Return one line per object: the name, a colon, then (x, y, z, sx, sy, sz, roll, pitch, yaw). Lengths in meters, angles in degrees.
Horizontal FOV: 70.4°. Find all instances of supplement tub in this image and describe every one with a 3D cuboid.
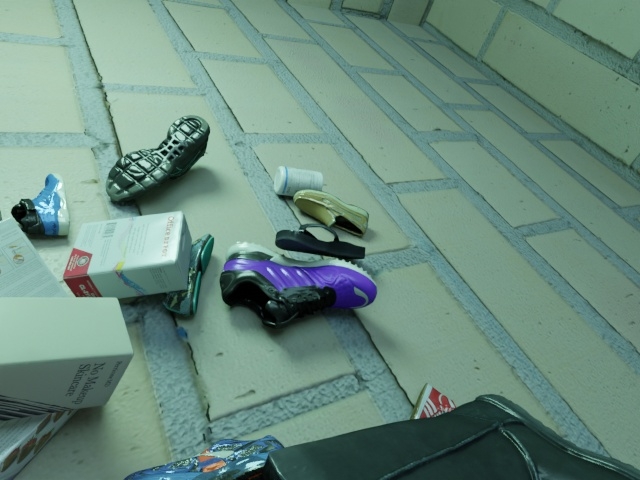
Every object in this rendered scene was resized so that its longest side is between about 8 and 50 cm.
supplement tub: (-0.055, -0.141, 1.111, 0.107, 0.071, 0.071, 5, 43, -21)

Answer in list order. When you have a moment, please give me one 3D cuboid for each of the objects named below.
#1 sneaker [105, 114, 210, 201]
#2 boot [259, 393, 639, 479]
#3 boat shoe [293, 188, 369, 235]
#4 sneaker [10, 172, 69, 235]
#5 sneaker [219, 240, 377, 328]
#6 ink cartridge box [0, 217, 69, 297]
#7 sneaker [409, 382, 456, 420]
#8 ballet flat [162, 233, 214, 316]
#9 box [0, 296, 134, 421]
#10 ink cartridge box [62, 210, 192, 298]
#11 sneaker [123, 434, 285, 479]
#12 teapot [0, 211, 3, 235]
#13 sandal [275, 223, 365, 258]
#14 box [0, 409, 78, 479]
sneaker: (-0.339, -0.160, 0.988, 0.101, 0.106, 0.267, 39, 62, 11)
boot: (0.195, 0.334, 0.514, 0.445, 0.146, 0.367, 7, 9, -39)
boat shoe: (0.025, -0.062, 1.067, 0.190, 0.068, 0.072, 17, 52, -7)
sneaker: (-0.514, -0.070, 0.826, 0.085, 0.058, 0.152, -1, 51, -38)
sneaker: (-0.043, 0.104, 0.825, 0.294, 0.102, 0.146, 11, 40, -2)
ink cartridge box: (-0.445, 0.080, 0.624, 0.145, 0.045, 0.179, -46, 114, -48)
sneaker: (0.188, 0.297, 0.756, 0.067, 0.042, 0.118, 29, 38, 13)
ballet flat: (-0.239, 0.052, 0.816, 0.070, 0.070, 0.188, 14, 39, -11)
box: (-0.358, 0.127, 0.478, 0.275, 0.113, 0.094, 7, 38, -44)
ink cartridge box: (-0.312, 0.027, 0.759, 0.175, 0.072, 0.127, -7, 44, -3)
sneaker: (-0.141, 0.304, 0.578, 0.221, 0.083, 0.087, -1, 12, -15)
teapot: (-0.613, -0.055, 0.665, 0.256, 0.187, 0.252, -5, 47, -30)
sandal: (0.000, 0.000, 0.911, 0.097, 0.054, 0.254, 0, -7, 34)
box: (-0.390, 0.256, 0.516, 0.067, 0.063, 0.324, 26, 40, 6)
